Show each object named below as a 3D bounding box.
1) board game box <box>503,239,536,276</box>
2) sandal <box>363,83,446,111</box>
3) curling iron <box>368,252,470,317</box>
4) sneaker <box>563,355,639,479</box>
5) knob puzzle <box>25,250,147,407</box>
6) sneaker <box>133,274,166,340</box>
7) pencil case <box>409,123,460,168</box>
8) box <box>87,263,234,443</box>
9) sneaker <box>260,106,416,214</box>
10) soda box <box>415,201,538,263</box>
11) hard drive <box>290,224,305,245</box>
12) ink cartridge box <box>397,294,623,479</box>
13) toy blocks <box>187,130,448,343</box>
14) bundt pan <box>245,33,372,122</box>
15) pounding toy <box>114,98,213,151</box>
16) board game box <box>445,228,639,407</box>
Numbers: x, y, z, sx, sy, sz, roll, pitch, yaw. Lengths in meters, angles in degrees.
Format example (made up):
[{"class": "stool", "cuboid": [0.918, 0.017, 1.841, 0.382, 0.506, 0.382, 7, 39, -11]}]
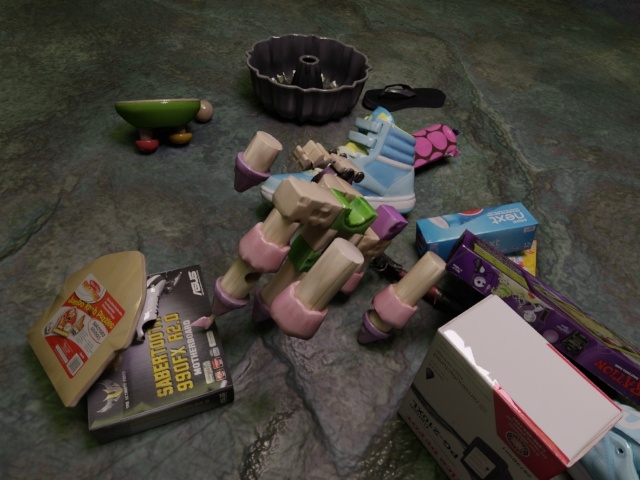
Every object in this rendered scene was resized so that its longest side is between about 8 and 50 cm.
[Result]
[{"class": "board game box", "cuboid": [0.362, 0.043, 0.873, 0.104, 0.026, 0.154, 18, 47, 10]}, {"class": "sandal", "cuboid": [0.239, -0.421, 1.280, 0.255, 0.054, 0.097, -10, 49, -16]}, {"class": "curling iron", "cuboid": [0.197, 0.098, 0.787, 0.274, 0.035, 0.068, 34, 14, 18]}, {"class": "sneaker", "cuboid": [0.385, 0.250, 0.591, 0.135, 0.150, 0.366, -17, 52, -25]}, {"class": "knob puzzle", "cuboid": [-0.304, 0.099, 0.618, 0.213, 0.030, 0.213, -14, 56, 21]}, {"class": "sneaker", "cuboid": [-0.250, 0.099, 0.652, 0.044, 0.040, 0.109, 18, 55, 5]}, {"class": "pencil case", "cuboid": [0.230, -0.207, 1.055, 0.209, 0.095, 0.098, -26, 76, -26]}, {"class": "box", "cuboid": [-0.245, 0.153, 0.665, 0.183, 0.056, 0.231, -12, 49, -19]}, {"class": "sneaker", "cuboid": [0.043, -0.163, 0.888, 0.319, 0.208, 0.127, 0, 19, -14]}, {"class": "soda box", "cuboid": [0.293, -0.011, 0.857, 0.210, 0.067, 0.071, -9, 41, -2]}, {"class": "hard drive", "cuboid": [0.000, 0.000, 0.867, 0.135, 0.022, 0.094, -6, 48, -13]}, {"class": "ink cartridge box", "cuboid": [0.205, 0.210, 0.548, 0.100, 0.237, 0.172, -25, 55, -24]}, {"class": "toy blocks", "cuboid": [-0.029, 0.029, 0.690, 0.289, 0.260, 0.309, 8, 38, -48]}, {"class": "bundt pan", "cuboid": [-0.036, -0.429, 1.203, 0.331, 0.124, 0.330, 4, 46, -5]}, {"class": "pounding toy", "cuboid": [-0.357, -0.269, 1.041, 0.183, 0.110, 0.237, -1, 16, 6]}, {"class": "board game box", "cuboid": [0.352, 0.110, 0.680, 0.347, 0.056, 0.208, 37, 22, 12]}]
